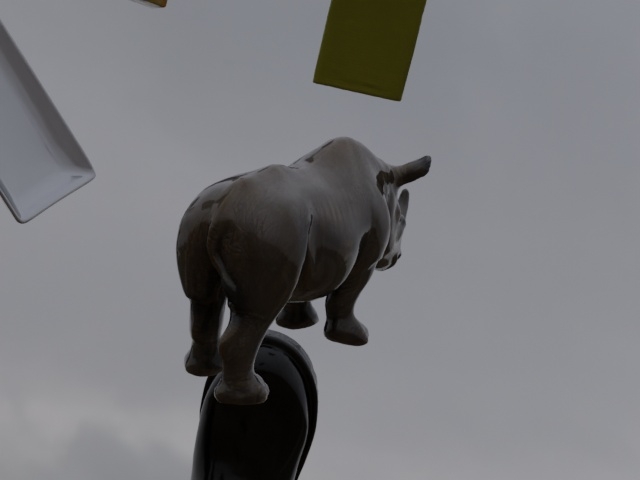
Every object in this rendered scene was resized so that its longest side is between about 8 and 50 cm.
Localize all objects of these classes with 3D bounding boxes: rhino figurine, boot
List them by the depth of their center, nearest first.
[{"bbox_3d":[0.000,0.000,0.888,0.073,0.106,0.243,9,17,26],"label":"rhino figurine"},{"bbox_3d":[-0.090,0.288,1.765,0.131,0.348,0.260,12,14,1],"label":"boot"}]

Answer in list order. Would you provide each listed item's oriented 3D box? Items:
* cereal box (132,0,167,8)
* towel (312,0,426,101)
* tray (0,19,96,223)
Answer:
[{"bbox_3d":[-0.294,-0.425,2.217,0.240,0.173,0.047,17,-5,-34],"label":"cereal box"},{"bbox_3d":[0.066,-0.274,1.796,0.102,0.237,0.021,13,10,-2],"label":"towel"},{"bbox_3d":[-0.361,-0.153,1.808,0.030,0.145,0.270,-27,-81,36],"label":"tray"}]
